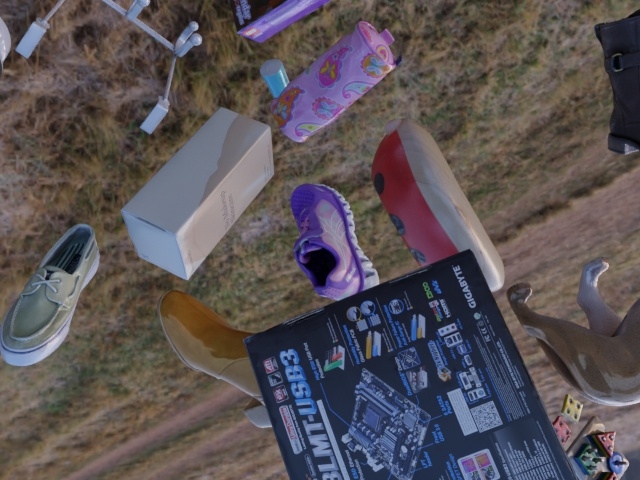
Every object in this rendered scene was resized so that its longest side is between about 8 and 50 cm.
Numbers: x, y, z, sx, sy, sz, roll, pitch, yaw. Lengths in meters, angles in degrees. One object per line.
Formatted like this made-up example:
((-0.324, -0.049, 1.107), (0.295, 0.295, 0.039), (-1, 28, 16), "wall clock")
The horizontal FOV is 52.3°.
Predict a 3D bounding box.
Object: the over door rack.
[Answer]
((-0.336, -0.363, 1.124), (0.239, 0.324, 0.108), (32, 127, -25), "over door rack")

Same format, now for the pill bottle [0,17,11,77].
((-0.617, -0.273, 1.049), (0.162, 0.278, 0.162), (2, 135, 2), "pill bottle")

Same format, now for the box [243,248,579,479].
((0.095, 0.198, 0.750), (0.293, 0.295, 0.073), (-23, 163, 5), "box")

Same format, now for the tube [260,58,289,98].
((-0.079, -0.326, 1.506), (0.052, 0.080, 0.207), (-6, 147, 16), "tube")

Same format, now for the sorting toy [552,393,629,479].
((0.597, 0.459, 1.388), (0.132, 0.274, 0.046), (-35, -178, -31), "sorting toy")

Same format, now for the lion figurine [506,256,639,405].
((0.382, 0.094, 0.712), (0.142, 0.240, 0.392), (-3, 151, -29), "lion figurine")

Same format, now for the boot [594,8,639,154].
((0.519, -0.246, 0.999), (0.091, 0.229, 0.263), (-15, -164, -17), "boot")

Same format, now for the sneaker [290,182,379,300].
((0.000, 0.000, 1.014), (0.104, 0.236, 0.095), (7, 137, -42), "sneaker")

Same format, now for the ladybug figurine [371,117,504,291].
((0.247, -0.061, 1.435), (0.162, 0.449, 0.305), (-29, -167, 13), "ladybug figurine")

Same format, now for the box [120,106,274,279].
((-0.221, -0.094, 1.237), (0.121, 0.311, 0.148), (23, 147, 17), "box")

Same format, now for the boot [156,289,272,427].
((-0.091, 0.160, 0.978), (0.211, 0.104, 0.295), (-29, 106, 39), "boot")

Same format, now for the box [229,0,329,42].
((-0.053, -0.442, 0.857), (0.201, 0.293, 0.057), (-20, 169, 32), "box")

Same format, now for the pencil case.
((0.026, -0.322, 1.333), (0.284, 0.124, 0.124), (-37, 146, 30), "pencil case")

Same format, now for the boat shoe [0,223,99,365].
((-0.483, 0.085, 1.161), (0.109, 0.302, 0.094), (11, 130, -3), "boat shoe")
